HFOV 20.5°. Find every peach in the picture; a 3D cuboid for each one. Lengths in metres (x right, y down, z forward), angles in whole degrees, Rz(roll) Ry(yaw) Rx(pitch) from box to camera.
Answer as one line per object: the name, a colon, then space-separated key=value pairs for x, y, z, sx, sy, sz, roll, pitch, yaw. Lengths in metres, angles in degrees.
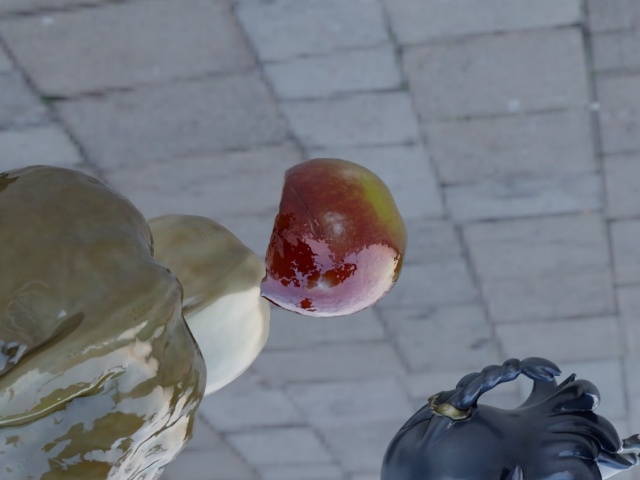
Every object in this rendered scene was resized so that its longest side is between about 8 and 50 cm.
peach: x=0.000 y=0.000 z=2.030 sx=0.192 sy=0.190 sz=0.190 roll=-12 pitch=164 yaw=-29

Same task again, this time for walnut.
walnut: x=-0.238 y=0.095 z=1.479 sx=0.285 sy=0.296 sz=0.285 roll=-21 pitch=-165 yaw=6

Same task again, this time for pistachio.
pistachio: x=-0.206 y=0.097 z=2.180 sx=0.321 sy=0.229 sz=0.238 roll=-26 pitch=-176 yaw=23

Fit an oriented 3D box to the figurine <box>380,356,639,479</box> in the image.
figurine: x=0.187 y=0.220 z=1.760 sx=0.265 sy=0.197 sz=0.175 roll=-39 pitch=173 yaw=-13
